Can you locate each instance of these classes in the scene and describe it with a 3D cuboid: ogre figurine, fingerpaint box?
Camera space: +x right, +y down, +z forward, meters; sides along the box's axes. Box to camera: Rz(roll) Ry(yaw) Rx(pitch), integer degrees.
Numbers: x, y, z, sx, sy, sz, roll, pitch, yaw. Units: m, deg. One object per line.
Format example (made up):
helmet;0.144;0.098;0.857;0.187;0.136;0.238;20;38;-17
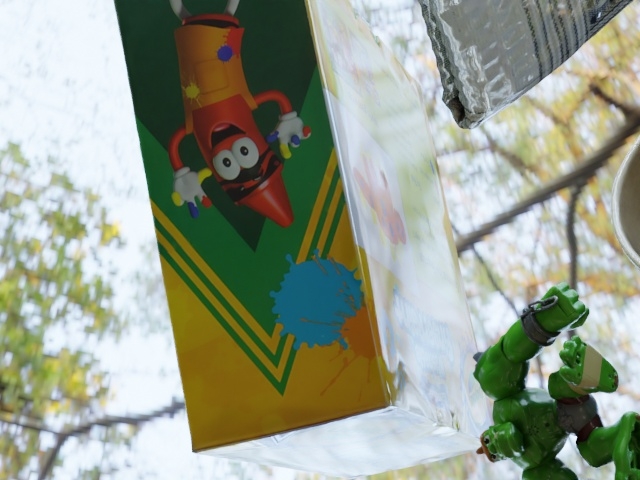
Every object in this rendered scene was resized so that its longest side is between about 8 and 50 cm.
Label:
ogre figurine;0.188;0.143;1.309;0.118;0.097;0.197;-23;-71;46
fingerpaint box;0.000;0.000;1.422;0.163;0.445;0.371;-15;-103;13

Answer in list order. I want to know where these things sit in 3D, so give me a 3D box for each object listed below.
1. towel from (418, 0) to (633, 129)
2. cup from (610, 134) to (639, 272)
towel;0.166;-0.232;0.883;0.312;0.056;0.324;-39;-30;-7
cup;0.451;0.006;1.467;0.331;0.331;0.237;-26;-57;11
